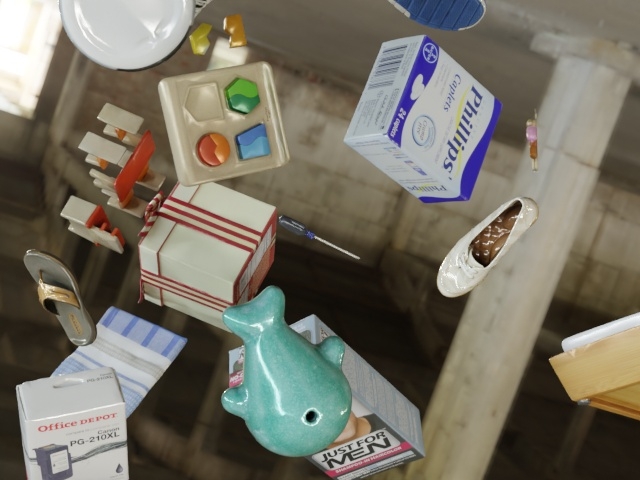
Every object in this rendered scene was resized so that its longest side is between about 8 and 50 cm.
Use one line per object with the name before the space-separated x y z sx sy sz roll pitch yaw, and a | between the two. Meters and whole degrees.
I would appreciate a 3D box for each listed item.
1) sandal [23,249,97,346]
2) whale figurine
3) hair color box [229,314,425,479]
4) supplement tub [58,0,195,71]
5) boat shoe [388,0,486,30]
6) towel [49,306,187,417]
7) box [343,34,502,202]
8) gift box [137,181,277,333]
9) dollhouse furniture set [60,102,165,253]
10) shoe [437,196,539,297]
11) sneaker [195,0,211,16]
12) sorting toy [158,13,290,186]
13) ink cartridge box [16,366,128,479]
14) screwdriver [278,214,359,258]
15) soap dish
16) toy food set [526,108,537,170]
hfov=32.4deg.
sandal | -0.509 0.117 2.134 0.090 0.219 0.060 -12 -161 28
whale figurine | -0.052 0.211 1.716 0.216 0.272 0.141 -25 -163 -11
hair color box | 0.017 0.299 1.995 0.374 0.185 0.114 45 -151 -40
supplement tub | -0.289 -0.375 1.669 0.193 0.194 0.316 18 -165 -15
boat shoe | 0.083 -0.273 1.093 0.183 0.066 0.066 24 -137 -13
towel | -0.424 0.263 2.185 0.209 0.285 0.034 20 146 29
box | 0.111 -0.126 1.168 0.137 0.126 0.072 34 159 -34
gift box | -0.263 0.029 2.383 0.258 0.276 0.255 23 143 10
dollhouse furniture set | -0.419 -0.115 2.329 0.135 0.259 0.262 23 158 13
shoe | 0.269 0.008 1.827 0.076 0.219 0.058 46 -166 16
sneaker | -0.244 -0.431 2.010 0.085 0.086 0.237 4 167 -42
sorting toy | -0.191 -0.274 2.127 0.229 0.307 0.041 -14 -175 -20
ink cartridge box | -0.432 0.353 1.938 0.171 0.237 0.100 -9 -143 -19
screwdriver | 0.000 0.000 1.913 0.169 0.024 0.025 29 -150 -20
soap dish | 0.577 0.228 1.900 0.290 0.118 0.229 19 149 -33
toy food set | 0.401 -0.185 2.089 0.019 0.122 0.078 -2 -163 10
